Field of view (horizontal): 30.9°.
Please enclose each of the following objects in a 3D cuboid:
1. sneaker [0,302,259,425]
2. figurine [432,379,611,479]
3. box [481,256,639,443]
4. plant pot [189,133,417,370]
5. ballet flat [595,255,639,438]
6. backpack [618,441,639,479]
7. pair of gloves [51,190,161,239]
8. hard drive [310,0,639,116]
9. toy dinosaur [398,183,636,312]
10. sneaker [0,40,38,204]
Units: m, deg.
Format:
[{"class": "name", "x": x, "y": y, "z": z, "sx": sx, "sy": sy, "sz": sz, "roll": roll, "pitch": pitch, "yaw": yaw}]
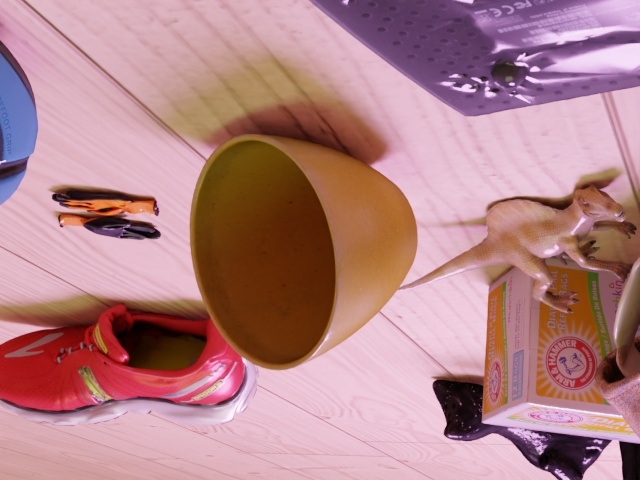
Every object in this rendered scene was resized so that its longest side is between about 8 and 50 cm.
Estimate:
[{"class": "sneaker", "x": -0.197, "y": 0.103, "z": 1.095, "sx": 0.279, "sy": 0.107, "sz": 0.118, "roll": -3, "pitch": 141, "yaw": 14}, {"class": "figurine", "x": 0.221, "y": 0.251, "z": 1.225, "sx": 0.210, "sy": 0.214, "sz": 0.092, "roll": 19, "pitch": 129, "yaw": -25}, {"class": "box", "x": 0.233, "y": 0.089, "z": 0.870, "sx": 0.203, "sy": 0.114, "sz": 0.103, "roll": 9, "pitch": 162, "yaw": -8}, {"class": "plant pot", "x": 0.000, "y": 0.000, "z": 0.679, "sx": 0.095, "sy": 0.134, "sz": 0.134, "roll": -12, "pitch": 176, "yaw": -40}, {"class": "ballet flat", "x": 0.238, "y": 0.027, "z": 0.677, "sx": 0.106, "sy": 0.108, "sz": 0.316, "roll": 42, "pitch": 144, "yaw": 19}, {"class": "backpack", "x": 0.383, "y": 0.252, "z": 1.094, "sx": 0.191, "sy": 0.253, "sz": 0.225, "roll": 6, "pitch": 161, "yaw": -2}, {"class": "pair of gloves", "x": -0.150, "y": -0.016, "z": 0.819, "sx": 0.074, "sy": 0.010, "sz": 0.083, "roll": 6, "pitch": 162, "yaw": -5}, {"class": "hard drive", "x": 0.062, "y": -0.121, "z": 0.383, "sx": 0.172, "sy": 0.054, "sz": 0.255, "roll": -8, "pitch": 158, "yaw": 33}, {"class": "toy dinosaur", "x": 0.141, "y": 0.004, "z": 0.767, "sx": 0.093, "sy": 0.053, "sz": 0.183, "roll": 33, "pitch": 143, "yaw": -26}, {"class": "sneaker", "x": -0.291, "y": -0.094, "z": 0.517, "sx": 0.341, "sy": 0.125, "sz": 0.140, "roll": 17, "pitch": -174, "yaw": -39}]
